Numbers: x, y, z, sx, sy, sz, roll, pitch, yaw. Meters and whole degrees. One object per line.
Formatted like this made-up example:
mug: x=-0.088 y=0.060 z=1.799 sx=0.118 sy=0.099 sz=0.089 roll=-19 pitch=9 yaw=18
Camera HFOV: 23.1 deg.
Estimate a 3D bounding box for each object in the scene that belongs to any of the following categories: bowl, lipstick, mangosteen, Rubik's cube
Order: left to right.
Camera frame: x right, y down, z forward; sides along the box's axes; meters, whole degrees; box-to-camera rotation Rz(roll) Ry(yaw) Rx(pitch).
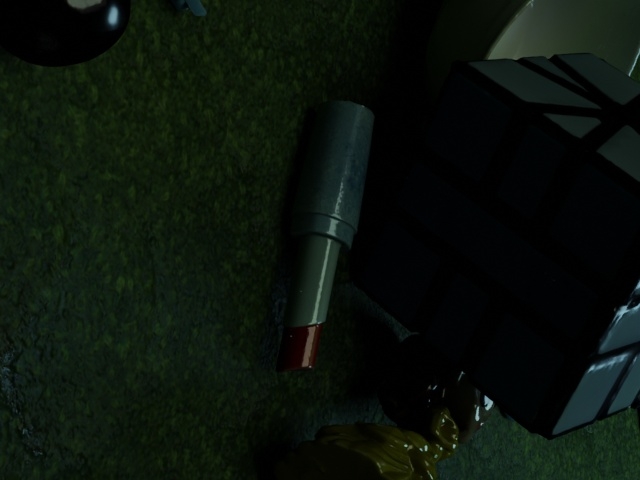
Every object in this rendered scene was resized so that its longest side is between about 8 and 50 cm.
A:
mangosteen: x=-0.214 y=-0.196 z=1.151 sx=0.151 sy=0.137 sz=0.137 roll=-4 pitch=95 yaw=-22
lipstick: x=0.000 y=0.000 z=1.516 sx=0.068 sy=0.061 sz=0.274 roll=30 pitch=65 yaw=-46
bowl: x=0.219 y=-0.217 z=1.730 sx=0.277 sy=0.145 sz=0.277 roll=-28 pitch=139 yaw=-27
Rubik's cube: x=0.257 y=-0.006 z=1.599 sx=0.293 sy=0.288 sz=0.283 roll=-15 pitch=135 yaw=-49

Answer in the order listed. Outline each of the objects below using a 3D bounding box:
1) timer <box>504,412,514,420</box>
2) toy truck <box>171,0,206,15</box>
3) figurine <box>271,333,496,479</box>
timer: x=0.286 y=0.081 z=1.968 sx=0.232 sy=0.091 sz=0.250 roll=-16 pitch=91 yaw=-55
toy truck: x=-0.119 y=-0.263 z=1.340 sx=0.074 sy=0.063 sz=0.136 roll=-50 pitch=135 yaw=-18
figurine: x=0.097 y=0.201 z=1.568 sx=0.315 sy=0.168 sz=0.187 roll=-40 pitch=121 yaw=-49
